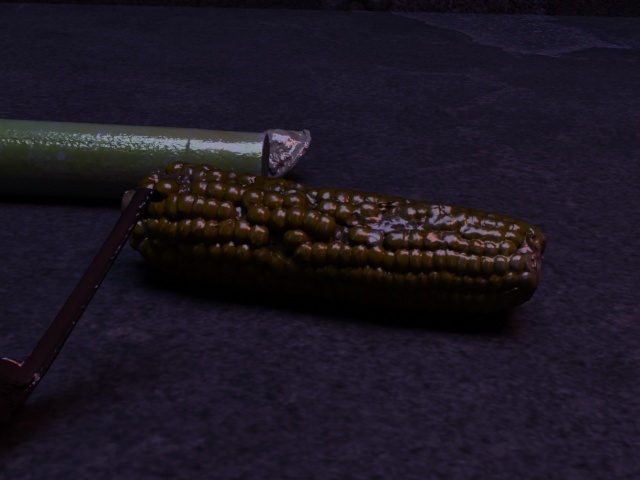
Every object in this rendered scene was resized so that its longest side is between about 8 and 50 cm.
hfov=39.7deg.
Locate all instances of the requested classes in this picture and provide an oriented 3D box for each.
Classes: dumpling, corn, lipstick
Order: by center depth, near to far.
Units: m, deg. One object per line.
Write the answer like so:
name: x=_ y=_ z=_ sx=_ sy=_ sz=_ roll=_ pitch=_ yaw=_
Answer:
corn: x=0.000 y=0.000 z=0.651 sx=0.319 sy=0.097 sz=0.097 roll=8 pitch=22 yaw=12
lipstick: x=-0.203 y=-0.074 z=0.840 sx=0.304 sy=0.076 sz=0.076 roll=4 pitch=21 yaw=1
dumpling: x=-0.048 y=-0.089 z=0.919 sx=0.076 sy=0.052 sz=0.057 roll=-2 pitch=10 yaw=-18

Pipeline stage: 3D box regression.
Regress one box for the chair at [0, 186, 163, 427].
chair: x=-0.250 y=0.060 z=0.441 sx=0.175 sy=0.183 sz=0.326 roll=15 pitch=69 yaw=27
